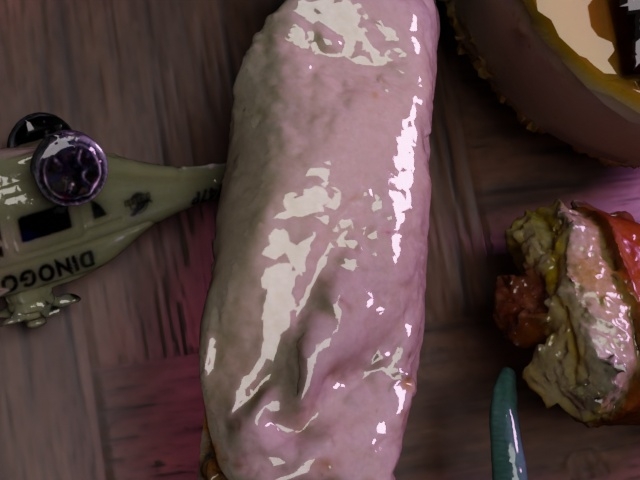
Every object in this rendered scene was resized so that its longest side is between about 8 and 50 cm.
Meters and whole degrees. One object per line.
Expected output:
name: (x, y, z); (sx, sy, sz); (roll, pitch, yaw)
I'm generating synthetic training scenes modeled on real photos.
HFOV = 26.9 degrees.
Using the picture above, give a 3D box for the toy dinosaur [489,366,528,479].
toy dinosaur: (0.091, 0.319, 0.723); (0.331, 0.129, 0.383); (49, 68, -16)

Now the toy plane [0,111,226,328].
toy plane: (-0.103, -0.021, 0.719); (0.286, 0.092, 0.108); (-17, 107, -20)

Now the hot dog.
hot dog: (0.195, 0.051, 0.799); (0.213, 0.103, 0.146); (15, 54, -25)

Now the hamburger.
hamburger: (0.214, -0.178, 0.795); (0.294, 0.179, 0.276); (-14, 88, 0)

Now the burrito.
burrito: (0.000, 0.000, 0.675); (0.117, 0.076, 0.392); (14, 71, -19)
